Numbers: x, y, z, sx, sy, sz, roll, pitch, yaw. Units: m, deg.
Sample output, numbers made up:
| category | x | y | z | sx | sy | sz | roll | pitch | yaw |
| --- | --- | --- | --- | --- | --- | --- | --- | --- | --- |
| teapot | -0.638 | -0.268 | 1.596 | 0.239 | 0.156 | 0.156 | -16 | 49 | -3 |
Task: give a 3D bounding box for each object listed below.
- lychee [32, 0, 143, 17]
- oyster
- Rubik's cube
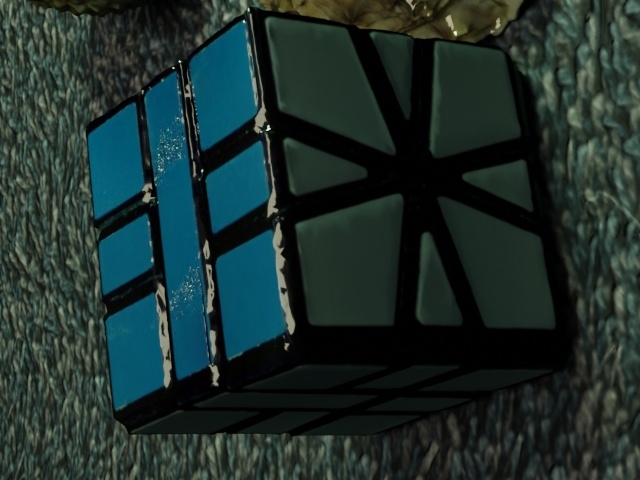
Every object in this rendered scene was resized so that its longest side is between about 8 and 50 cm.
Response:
| category | x | y | z | sx | sy | sz | roll | pitch | yaw |
| --- | --- | --- | --- | --- | --- | --- | --- | --- | --- |
| lychee | -0.278 | -0.365 | 1.886 | 0.255 | 0.255 | 0.274 | -48 | 63 | 41 |
| oyster | 0.061 | -0.274 | 1.507 | 0.351 | 0.115 | 0.238 | -2 | 83 | 34 |
| Rubik's cube | 0.000 | 0.000 | 1.434 | 0.283 | 0.293 | 0.288 | -30 | 65 | 52 |
